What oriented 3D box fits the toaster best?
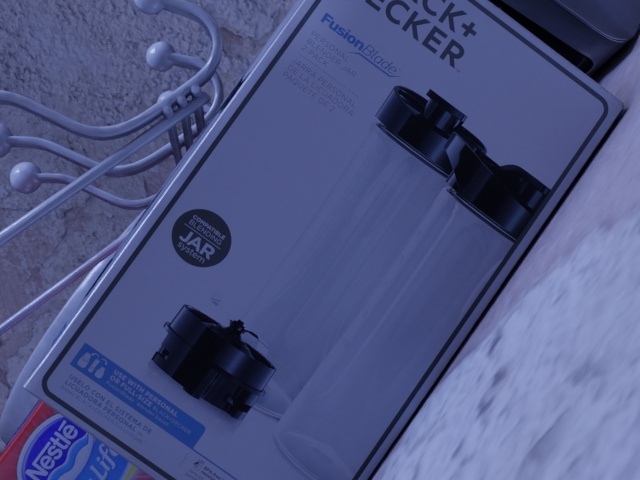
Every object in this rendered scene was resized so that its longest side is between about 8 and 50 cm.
[{"bbox_3d":[0.123,-0.147,0.872,0.168,0.110,0.186,-46,10,49],"label":"toaster"}]

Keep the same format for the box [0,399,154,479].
[{"bbox_3d":[-0.129,0.135,0.889,0.257,0.122,0.128,-52,5,12],"label":"box"}]

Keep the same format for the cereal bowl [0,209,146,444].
[{"bbox_3d":[-0.130,0.089,1.256,0.339,0.141,0.339,-53,-4,-5],"label":"cereal bowl"}]

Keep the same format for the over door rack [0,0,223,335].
[{"bbox_3d":[-0.188,0.003,0.798,0.324,0.108,0.239,-48,-4,-8],"label":"over door rack"}]

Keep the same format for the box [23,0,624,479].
[{"bbox_3d":[0.000,0.000,0.708,0.290,0.169,0.087,-54,5,-7],"label":"box"}]
